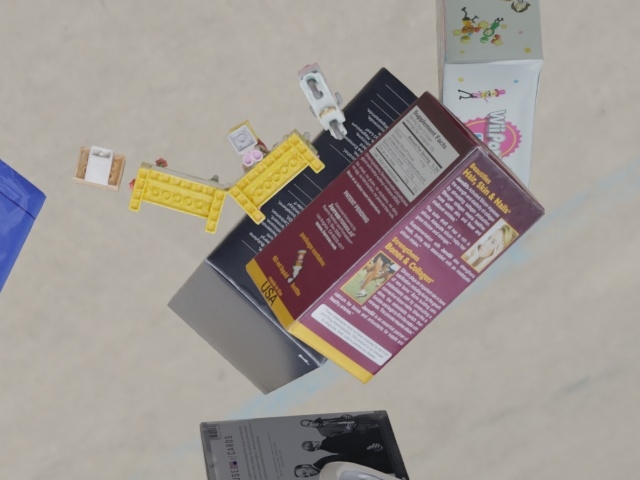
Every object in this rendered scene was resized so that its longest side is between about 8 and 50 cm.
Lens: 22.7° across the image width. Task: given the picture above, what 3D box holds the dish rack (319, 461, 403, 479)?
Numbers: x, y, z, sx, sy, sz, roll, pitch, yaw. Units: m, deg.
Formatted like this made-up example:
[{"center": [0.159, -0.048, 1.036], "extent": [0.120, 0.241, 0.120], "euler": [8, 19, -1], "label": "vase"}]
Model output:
[{"center": [0.139, 0.323, 1.420], "extent": [0.285, 0.333, 0.072], "euler": [-74, -175, -78], "label": "dish rack"}]

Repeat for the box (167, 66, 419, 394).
[{"center": [0.000, 0.000, 1.912], "extent": [0.312, 0.179, 0.343], "euler": [-49, -178, -17], "label": "box"}]

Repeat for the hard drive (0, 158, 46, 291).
[{"center": [-0.417, 0.041, 1.603], "extent": [0.210, 0.040, 0.318], "euler": [43, 63, -46], "label": "hard drive"}]

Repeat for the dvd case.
[{"center": [-0.020, 0.272, 1.929], "extent": [0.239, 0.179, 0.029], "euler": [-3, 120, -8], "label": "dvd case"}]

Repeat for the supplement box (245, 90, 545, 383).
[{"center": [0.054, -0.001, 1.155], "extent": [0.188, 0.081, 0.104], "euler": [-44, 136, 8], "label": "supplement box"}]

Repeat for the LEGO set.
[{"center": [-0.106, -0.083, 1.661], "extent": [0.287, 0.132, 0.107], "euler": [-18, -166, 6], "label": "LEGO set"}]

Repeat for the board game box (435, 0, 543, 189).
[{"center": [0.168, -0.219, 1.627], "extent": [0.097, 0.303, 0.224], "euler": [-1, 143, 3], "label": "board game box"}]
